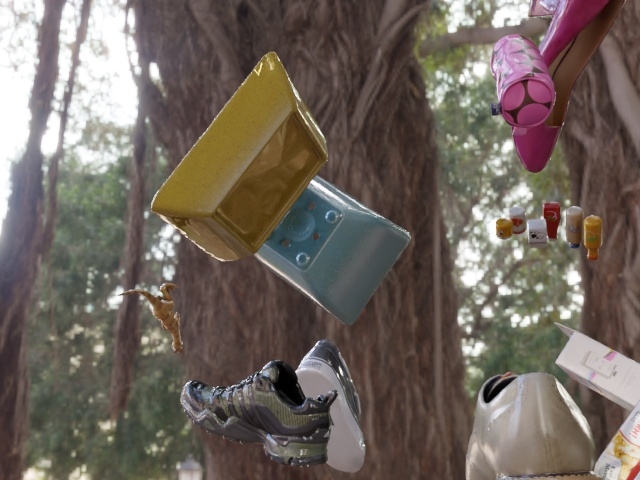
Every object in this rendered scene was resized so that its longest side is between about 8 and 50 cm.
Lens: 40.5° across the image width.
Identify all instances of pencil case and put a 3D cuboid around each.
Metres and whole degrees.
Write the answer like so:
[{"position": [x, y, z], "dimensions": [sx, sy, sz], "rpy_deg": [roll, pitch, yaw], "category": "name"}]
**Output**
[{"position": [0.317, -0.253, 1.388], "dimensions": [0.095, 0.209, 0.098], "rpy_deg": [1, -58, 8], "category": "pencil case"}]

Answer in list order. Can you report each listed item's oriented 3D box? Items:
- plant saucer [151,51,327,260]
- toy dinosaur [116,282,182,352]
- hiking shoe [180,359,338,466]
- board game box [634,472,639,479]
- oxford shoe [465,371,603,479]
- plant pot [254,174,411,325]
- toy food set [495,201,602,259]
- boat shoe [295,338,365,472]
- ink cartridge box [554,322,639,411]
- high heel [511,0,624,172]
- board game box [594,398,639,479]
[{"position": [-0.110, -0.118, 1.537], "dimensions": [0.081, 0.332, 0.333], "rpy_deg": [34, -6, 22], "category": "plant saucer"}, {"position": [-0.309, 0.129, 1.678], "dimensions": [0.064, 0.112, 0.211], "rpy_deg": [-24, -54, 9], "category": "toy dinosaur"}, {"position": [-0.075, 0.201, 1.095], "dimensions": [0.227, 0.114, 0.086], "rpy_deg": [15, -2, 30], "category": "hiking shoe"}, {"position": [0.552, 0.412, 1.287], "dimensions": [0.050, 0.390, 0.390], "rpy_deg": [53, -28, -14], "category": "board game box"}, {"position": [0.202, 0.194, 0.840], "dimensions": [0.123, 0.130, 0.348], "rpy_deg": [-4, -14, 1], "category": "oxford shoe"}, {"position": [0.000, 0.000, 1.829], "dimensions": [0.247, 0.248, 0.252], "rpy_deg": [35, 0, 25], "category": "plant pot"}, {"position": [0.518, -0.015, 1.980], "dimensions": [0.232, 0.111, 0.104], "rpy_deg": [-4, -57, 11], "category": "toy food set"}, {"position": [0.030, 0.318, 1.657], "dimensions": [0.108, 0.102, 0.301], "rpy_deg": [0, -53, 28], "category": "boat shoe"}, {"position": [0.467, 0.217, 1.422], "dimensions": [0.198, 0.067, 0.115], "rpy_deg": [30, -4, 41], "category": "ink cartridge box"}, {"position": [0.463, -0.303, 1.617], "dimensions": [0.127, 0.377, 0.181], "rpy_deg": [-14, 21, -38], "category": "high heel"}, {"position": [0.360, 0.271, 1.045], "dimensions": [0.045, 0.193, 0.147], "rpy_deg": [34, -10, 24], "category": "board game box"}]
